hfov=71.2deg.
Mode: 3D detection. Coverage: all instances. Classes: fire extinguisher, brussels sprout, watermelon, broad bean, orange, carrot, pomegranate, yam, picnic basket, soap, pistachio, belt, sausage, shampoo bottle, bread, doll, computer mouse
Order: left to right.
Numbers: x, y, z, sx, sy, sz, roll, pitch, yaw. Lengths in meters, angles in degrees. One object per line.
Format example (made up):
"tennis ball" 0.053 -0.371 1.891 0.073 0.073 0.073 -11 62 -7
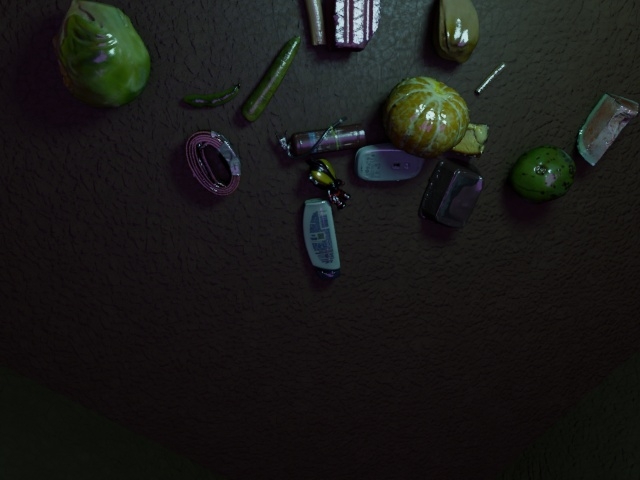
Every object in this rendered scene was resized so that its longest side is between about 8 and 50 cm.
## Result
"brussels sprout" -0.725 -0.606 1.466 0.345 0.268 0.343 0 108 -1
"broad bean" -0.397 -0.536 1.666 0.227 0.039 0.069 -20 118 -2
"belt" -0.406 -0.300 1.718 0.184 0.105 0.261 -23 111 -2
"carrot" -0.178 -0.599 1.662 0.074 0.074 0.358 33 100 -19
"sausage" -0.033 -0.854 1.594 0.066 0.065 0.301 -14 114 -3
"fire extinguisher" -0.003 -0.401 1.747 0.342 0.105 0.141 -9 95 -6
"shampoo bottle" 0.000 0.000 1.908 0.134 0.078 0.359 -9 112 0
"doll" 0.032 -0.240 1.802 0.088 0.127 0.248 -28 117 22
"soap" 0.116 -0.826 1.585 0.182 0.112 0.288 -6 106 -20
"computer mouse" 0.281 -0.326 1.819 0.289 0.097 0.159 -1 130 0
"orange" 0.391 -0.458 1.678 0.330 0.329 0.249 11 146 -13
"picnic basket" 0.566 -0.191 1.898 0.223 0.129 0.296 17 106 -13
"pistachio" 0.506 -0.799 1.656 0.213 0.163 0.260 3 92 -50
"bread" 0.594 -0.410 1.802 0.169 0.160 0.140 5 109 -11
"yam" 0.684 -0.651 1.797 0.032 0.032 0.145 40 101 -20
"pomegranate" 0.929 -0.271 1.879 0.255 0.270 0.254 0 91 22
"watermelon" 1.179 -0.475 1.852 0.148 0.226 0.318 35 90 8
